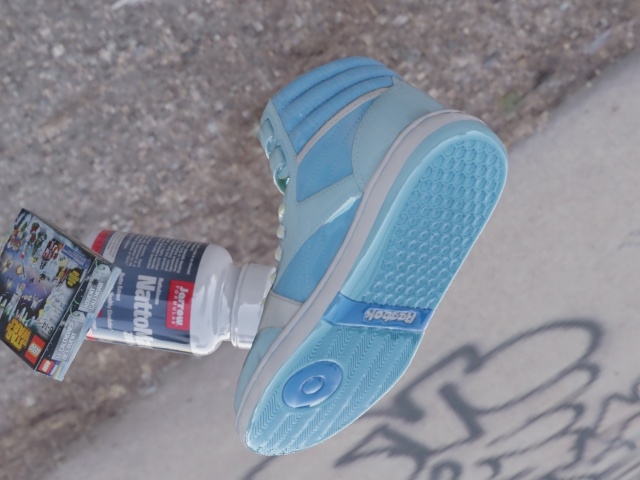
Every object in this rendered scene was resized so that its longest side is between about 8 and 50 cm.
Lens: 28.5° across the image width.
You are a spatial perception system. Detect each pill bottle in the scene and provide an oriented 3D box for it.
[{"bbox_3d":[-0.136,0.052,1.193,0.180,0.108,0.108,7,152,7],"label":"pill bottle"}]

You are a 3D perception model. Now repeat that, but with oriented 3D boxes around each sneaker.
[{"bbox_3d":[0.000,0.000,1.008,0.127,0.208,0.319,17,113,-43],"label":"sneaker"}]

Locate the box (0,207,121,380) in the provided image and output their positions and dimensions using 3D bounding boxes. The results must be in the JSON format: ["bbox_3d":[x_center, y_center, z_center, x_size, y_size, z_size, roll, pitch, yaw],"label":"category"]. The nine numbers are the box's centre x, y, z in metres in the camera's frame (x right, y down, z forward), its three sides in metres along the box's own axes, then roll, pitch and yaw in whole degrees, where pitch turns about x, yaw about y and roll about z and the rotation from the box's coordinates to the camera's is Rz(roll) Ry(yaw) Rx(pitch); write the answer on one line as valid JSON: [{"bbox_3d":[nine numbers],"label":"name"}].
[{"bbox_3d":[-0.212,0.038,0.957,0.027,0.137,0.094,29,88,-40],"label":"box"}]
